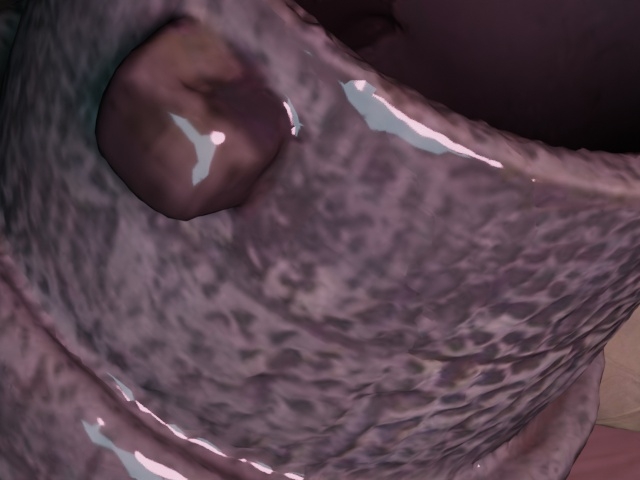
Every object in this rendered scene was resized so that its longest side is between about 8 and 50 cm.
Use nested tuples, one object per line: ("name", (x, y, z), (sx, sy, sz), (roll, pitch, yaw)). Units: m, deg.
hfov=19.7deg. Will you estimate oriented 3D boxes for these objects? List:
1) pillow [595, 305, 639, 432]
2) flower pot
("pillow", (0.206, -0.024, 0.751), (0.274, 0.076, 0.281), (11, 119, 14))
("flower pot", (0.000, 0.000, 0.654), (0.299, 0.299, 0.283), (30, 131, -8))
